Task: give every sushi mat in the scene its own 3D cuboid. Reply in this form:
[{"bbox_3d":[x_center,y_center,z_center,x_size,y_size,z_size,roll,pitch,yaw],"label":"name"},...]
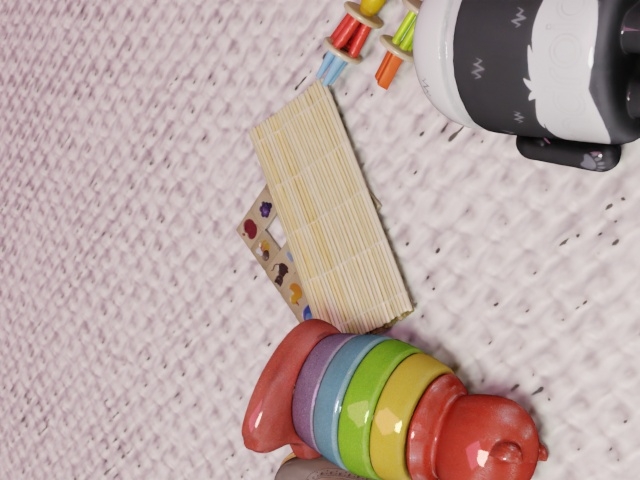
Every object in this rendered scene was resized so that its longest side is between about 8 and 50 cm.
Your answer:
[{"bbox_3d":[0.006,-0.028,1.136,0.151,0.019,0.317,-33,69,37],"label":"sushi mat"}]

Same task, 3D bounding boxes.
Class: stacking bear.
[{"bbox_3d":[0.091,0.194,0.989,0.289,0.175,0.164,14,82,32],"label":"stacking bear"}]

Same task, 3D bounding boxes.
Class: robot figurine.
[{"bbox_3d":[0.219,-0.180,0.852,0.278,0.173,0.209,12,92,41],"label":"robot figurine"}]

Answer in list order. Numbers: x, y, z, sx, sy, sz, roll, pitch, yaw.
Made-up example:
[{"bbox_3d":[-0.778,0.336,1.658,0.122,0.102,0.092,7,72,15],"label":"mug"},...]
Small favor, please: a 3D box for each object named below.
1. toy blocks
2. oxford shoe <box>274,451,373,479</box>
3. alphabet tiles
[{"bbox_3d":[0.060,-0.223,1.071,0.123,0.054,0.148,50,122,30],"label":"toy blocks"},{"bbox_3d":[0.062,0.325,1.026,0.363,0.132,0.130,15,101,41],"label":"oxford shoe"},{"bbox_3d":[0.000,0.000,1.161,0.237,0.009,0.198,53,123,27],"label":"alphabet tiles"}]
